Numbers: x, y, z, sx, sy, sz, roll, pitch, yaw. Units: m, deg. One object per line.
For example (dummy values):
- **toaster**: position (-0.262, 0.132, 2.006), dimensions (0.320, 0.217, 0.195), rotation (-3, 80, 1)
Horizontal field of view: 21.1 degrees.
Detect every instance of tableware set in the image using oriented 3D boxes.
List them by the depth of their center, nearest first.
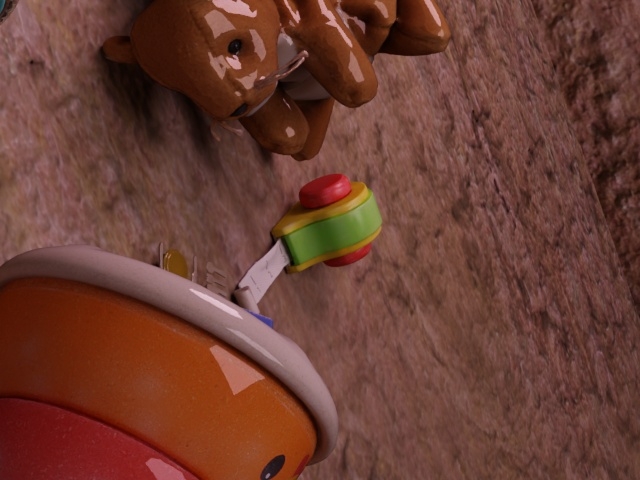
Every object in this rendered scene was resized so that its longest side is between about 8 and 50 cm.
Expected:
- **tableware set**: position (-0.152, 0.068, 1.946), dimensions (0.154, 0.024, 0.104), rotation (27, 59, -59)

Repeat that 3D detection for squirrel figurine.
- **squirrel figurine**: position (-0.100, -0.289, 2.004), dimensions (0.370, 0.281, 0.397), rotation (-15, 78, -53)

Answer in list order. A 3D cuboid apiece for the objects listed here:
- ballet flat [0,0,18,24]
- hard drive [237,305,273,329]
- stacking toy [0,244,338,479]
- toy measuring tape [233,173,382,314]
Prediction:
- **ballet flat**: position (-0.414, -0.392, 1.515), dimensions (0.182, 0.164, 0.482), rotation (-105, 170, -49)
- **hard drive**: position (-0.119, 0.225, 1.893), dimensions (0.210, 0.040, 0.318), rotation (25, 61, -58)
- **stacking toy**: position (-0.221, 0.278, 1.501), dimensions (0.350, 0.351, 0.479), rotation (50, 56, -43)
- **toy measuring tape**: position (0.000, 0.000, 2.168), dimensions (0.121, 0.121, 0.330), rotation (69, 28, -18)
